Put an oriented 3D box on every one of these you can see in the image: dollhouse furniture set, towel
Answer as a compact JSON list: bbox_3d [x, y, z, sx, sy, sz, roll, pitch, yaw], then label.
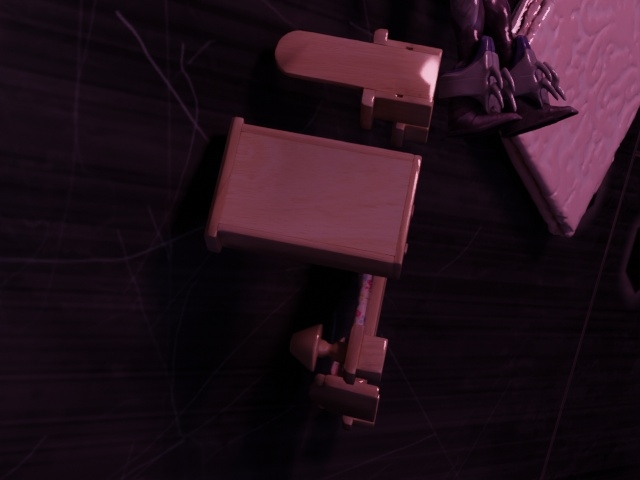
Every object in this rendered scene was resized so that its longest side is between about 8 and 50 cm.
[{"bbox_3d":[0.000,0.000,1.287,0.355,0.174,0.303,89,13,-71],"label":"dollhouse furniture set"},{"bbox_3d":[0.318,-0.217,1.586,0.332,0.053,0.317,-59,141,-15],"label":"towel"}]

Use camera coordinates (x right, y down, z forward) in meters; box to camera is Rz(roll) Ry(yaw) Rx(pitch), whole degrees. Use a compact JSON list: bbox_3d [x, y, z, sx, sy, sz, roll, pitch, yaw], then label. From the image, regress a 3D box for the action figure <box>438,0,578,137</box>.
[{"bbox_3d":[0.154,-0.243,1.266,0.185,0.099,0.285,-7,80,-49],"label":"action figure"}]
